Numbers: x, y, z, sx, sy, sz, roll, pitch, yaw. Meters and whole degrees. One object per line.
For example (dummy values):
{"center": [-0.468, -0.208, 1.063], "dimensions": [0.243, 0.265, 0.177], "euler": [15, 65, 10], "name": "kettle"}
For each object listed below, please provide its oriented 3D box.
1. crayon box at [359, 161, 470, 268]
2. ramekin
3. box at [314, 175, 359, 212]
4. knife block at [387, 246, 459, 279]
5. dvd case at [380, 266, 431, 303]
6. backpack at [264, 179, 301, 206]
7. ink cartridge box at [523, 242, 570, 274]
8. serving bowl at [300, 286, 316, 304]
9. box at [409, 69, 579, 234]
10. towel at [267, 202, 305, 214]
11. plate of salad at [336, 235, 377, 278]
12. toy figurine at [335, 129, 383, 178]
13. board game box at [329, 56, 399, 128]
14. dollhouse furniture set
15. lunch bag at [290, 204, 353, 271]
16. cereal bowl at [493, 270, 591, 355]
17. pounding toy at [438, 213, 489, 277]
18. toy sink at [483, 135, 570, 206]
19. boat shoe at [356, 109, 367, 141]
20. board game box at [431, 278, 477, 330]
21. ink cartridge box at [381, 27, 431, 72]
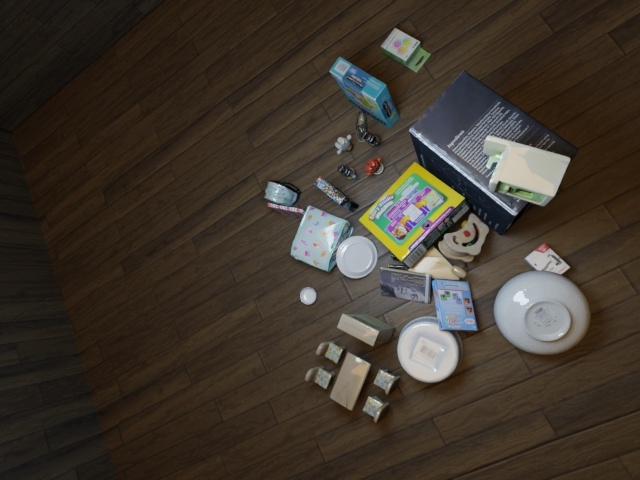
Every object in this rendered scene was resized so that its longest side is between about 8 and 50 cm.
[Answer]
{"center": [0.398, -0.114, 1.776], "dimensions": [0.363, 0.106, 0.313], "euler": [-46, 50, 7], "name": "crayon box"}
{"center": [0.458, 0.465, 1.731], "dimensions": [0.278, 0.135, 0.276], "euler": [-2, 84, 20], "name": "ramekin"}
{"center": [0.079, -0.210, 1.891], "dimensions": [0.159, 0.233, 0.044], "euler": [42, 100, 19], "name": "box"}
{"center": [0.437, 0.134, 1.801], "dimensions": [0.242, 0.088, 0.275], "euler": [-44, 72, 11], "name": "knife block"}
{"center": [0.373, 0.198, 1.799], "dimensions": [0.222, 0.018, 0.164], "euler": [7, 129, 20], "name": "dvd case"}
{"center": [-0.197, -0.232, 2.022], "dimensions": [0.152, 0.182, 0.115], "euler": [13, 89, 20], "name": "backpack"}
{"center": [0.912, 0.091, 1.648], "dimensions": [0.099, 0.056, 0.135], "euler": [-44, 72, 11], "name": "ink cartridge box"}
{"center": [-0.056, 0.271, 1.997], "dimensions": [0.084, 0.027, 0.083], "euler": [-3, 83, 20], "name": "serving bowl"}
{"center": [0.631, -0.306, 1.570], "dimensions": [0.472, 0.480, 0.297], "euler": [44, 98, 18], "name": "box"}
{"center": [-0.147, -0.146, 2.015], "dimensions": [0.197, 0.144, 0.029], "euler": [12, 83, 21], "name": "towel"}
{"center": [0.167, 0.076, 1.898], "dimensions": [0.200, 0.048, 0.199], "euler": [-1, 97, -12], "name": "plate of salad"}
{"center": [0.183, -0.399, 1.922], "dimensions": [0.210, 0.148, 0.212], "euler": [-9, 89, 25], "name": "toy figurine"}
{"center": [0.207, -0.654, 1.838], "dimensions": [0.254, 0.336, 0.079], "euler": [40, 98, 20], "name": "board game box"}
{"center": [0.146, 0.527, 1.754], "dimensions": [0.363, 0.257, 0.393], "euler": [22, 92, 28], "name": "dollhouse furniture set"}
{"center": [0.000, 0.000, 1.939], "dimensions": [0.224, 0.160, 0.262], "euler": [23, 87, 20], "name": "lunch bag"}
{"center": [0.854, 0.290, 1.570], "dimensions": [0.340, 0.141, 0.338], "euler": [2, 98, 18], "name": "cereal bowl"}
{"center": [0.581, 0.024, 1.727], "dimensions": [0.154, 0.154, 0.269], "euler": [30, 61, 9], "name": "pounding toy"}
{"center": [0.591, -0.204, 1.235], "dimensions": [0.234, 0.153, 0.131], "euler": [23, 92, 19], "name": "toy sink"}
{"center": [0.194, -0.557, 1.985], "dimensions": [0.056, 0.049, 0.152], "euler": [-6, 83, 18], "name": "boat shoe"}
{"center": [0.555, 0.269, 1.695], "dimensions": [0.160, 0.039, 0.211], "euler": [5, 63, -15], "name": "board game box"}
{"center": [0.404, -0.904, 1.940], "dimensions": [0.209, 0.062, 0.109], "euler": [41, 98, 19], "name": "ink cartridge box"}
